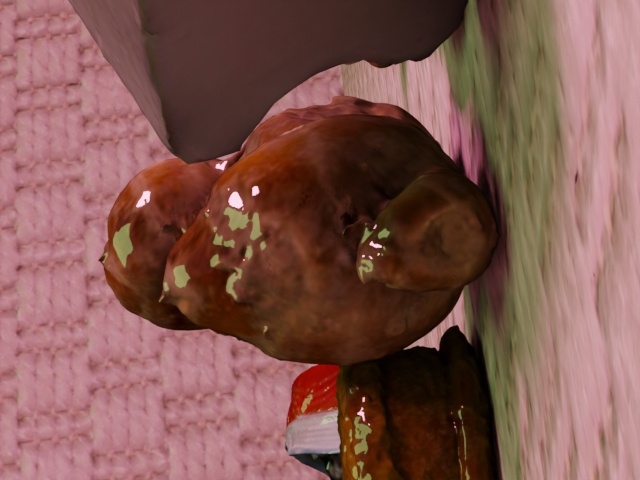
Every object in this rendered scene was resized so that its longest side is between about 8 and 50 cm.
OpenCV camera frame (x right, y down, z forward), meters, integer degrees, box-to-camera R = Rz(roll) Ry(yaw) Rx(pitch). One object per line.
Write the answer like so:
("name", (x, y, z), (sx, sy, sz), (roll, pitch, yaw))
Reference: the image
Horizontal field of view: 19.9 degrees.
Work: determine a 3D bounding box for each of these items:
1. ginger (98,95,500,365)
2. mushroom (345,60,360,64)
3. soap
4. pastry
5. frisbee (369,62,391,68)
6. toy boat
("ginger", (0.000, 0.000, 1.192), (0.375, 0.256, 0.176), (-167, 66, -74))
("mushroom", (0.026, -0.246, 1.647), (0.108, 0.096, 0.247), (-62, -5, -15))
("soap", (-0.102, -0.311, 0.981), (0.435, 0.213, 0.350), (56, 162, 24))
("pastry", (0.067, 0.159, 1.289), (0.189, 0.103, 0.189), (174, 90, -88))
("frisbee", (0.045, -0.238, 1.189), (0.251, 0.021, 0.251), (179, 90, -77))
("toy boat", (0.044, 0.192, 1.651), (0.332, 0.145, 0.133), (66, -163, -73))
